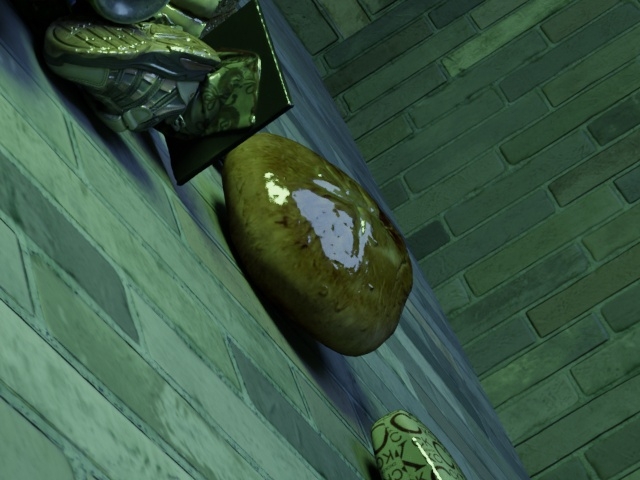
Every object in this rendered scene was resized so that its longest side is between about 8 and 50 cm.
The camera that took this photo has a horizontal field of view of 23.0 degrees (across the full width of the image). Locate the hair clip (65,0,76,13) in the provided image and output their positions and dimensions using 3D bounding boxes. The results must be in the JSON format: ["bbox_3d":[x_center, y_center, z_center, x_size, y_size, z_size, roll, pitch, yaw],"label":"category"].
[{"bbox_3d":[-0.266,-0.253,1.513,0.060,0.033,0.188,59,7,29],"label":"hair clip"}]

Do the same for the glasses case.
[{"bbox_3d":[0.148,0.329,1.617,0.137,0.085,0.354,46,14,-54],"label":"glasses case"}]

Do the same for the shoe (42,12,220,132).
[{"bbox_3d":[-0.181,-0.149,1.440,0.180,0.092,0.089,-2,30,-43],"label":"shoe"}]

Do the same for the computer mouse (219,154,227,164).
[{"bbox_3d":[-0.144,-0.176,1.897,0.192,0.062,0.106,55,7,-11],"label":"computer mouse"}]

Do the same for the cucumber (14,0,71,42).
[{"bbox_3d":[-0.244,-0.204,1.448,0.107,0.035,0.067,56,6,-29],"label":"cucumber"}]

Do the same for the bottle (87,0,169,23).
[{"bbox_3d":[-0.245,-0.325,1.504,0.330,0.093,0.093,49,0,40],"label":"bottle"}]

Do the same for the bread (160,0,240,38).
[{"bbox_3d":[-0.185,-0.301,1.859,0.183,0.102,0.337,25,10,-2],"label":"bread"}]

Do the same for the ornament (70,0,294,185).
[{"bbox_3d":[-0.164,-0.180,1.542,0.196,0.166,0.153,31,32,-45],"label":"ornament"}]

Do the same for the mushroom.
[{"bbox_3d":[0.000,0.000,1.762,0.278,0.146,0.278,36,32,-27],"label":"mushroom"}]
